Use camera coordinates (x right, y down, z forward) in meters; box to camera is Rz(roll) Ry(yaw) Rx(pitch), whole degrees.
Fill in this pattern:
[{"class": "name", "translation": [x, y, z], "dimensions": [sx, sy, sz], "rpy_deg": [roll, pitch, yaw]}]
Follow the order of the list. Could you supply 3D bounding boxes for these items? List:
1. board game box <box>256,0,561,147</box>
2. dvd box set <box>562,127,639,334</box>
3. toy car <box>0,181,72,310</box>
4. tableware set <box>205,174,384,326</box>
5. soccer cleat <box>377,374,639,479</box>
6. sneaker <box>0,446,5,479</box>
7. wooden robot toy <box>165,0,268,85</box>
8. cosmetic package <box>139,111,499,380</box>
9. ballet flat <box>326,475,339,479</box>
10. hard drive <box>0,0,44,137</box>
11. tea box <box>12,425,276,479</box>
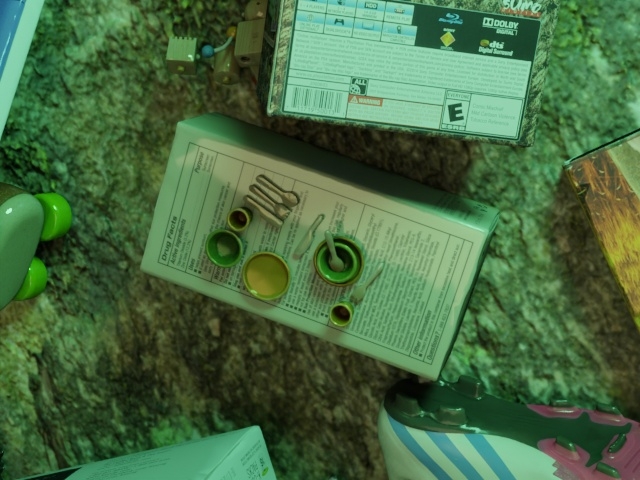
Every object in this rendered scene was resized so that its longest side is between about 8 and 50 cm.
[{"class": "board game box", "translation": [0.079, -0.244, 0.961], "dimensions": [0.232, 0.141, 0.291], "rpy_deg": [6, 105, -10]}, {"class": "dvd box set", "translation": [0.441, 0.058, 1.000], "dimensions": [0.307, 0.062, 0.420], "rpy_deg": [-24, 92, 19]}, {"class": "toy car", "translation": [-0.389, -0.020, 1.177], "dimensions": [0.188, 0.155, 0.149], "rpy_deg": [32, 108, 16]}, {"class": "tableware set", "translation": [-0.028, 0.020, 1.031], "dimensions": [0.154, 0.024, 0.104], "rpy_deg": [37, 109, 4]}, {"class": "soccer cleat", "translation": [0.209, 0.225, 1.078], "dimensions": [0.331, 0.116, 0.143], "rpy_deg": [15, 121, 27]}, {"class": "sneaker", "translation": [-0.431, 0.217, 1.276], "dimensions": [0.106, 0.078, 0.234], "rpy_deg": [-12, 95, 20]}, {"class": "wooden robot toy", "translation": [-0.063, -0.200, 1.101], "dimensions": [0.173, 0.076, 0.079], "rpy_deg": [-4, 66, 16]}, {"class": "cosmetic package", "translation": [0.000, 0.000, 1.091], "dimensions": [0.309, 0.113, 0.160], "rpy_deg": [21, 107, 10]}, {"class": "ballet flat", "translation": [0.091, 0.313, 1.163], "dimensions": [0.221, 0.077, 0.079], "rpy_deg": [28, 88, 8]}, {"class": "hard drive", "translation": [-0.398, -0.111, 1.106], "dimensions": [0.210, 0.040, 0.319], "rpy_deg": [5, 74, 30]}, {"class": "tea box", "translation": [-0.189, 0.386, 1.050], "dimensions": [0.329, 0.220, 0.324], "rpy_deg": [-16, 96, 17]}]
